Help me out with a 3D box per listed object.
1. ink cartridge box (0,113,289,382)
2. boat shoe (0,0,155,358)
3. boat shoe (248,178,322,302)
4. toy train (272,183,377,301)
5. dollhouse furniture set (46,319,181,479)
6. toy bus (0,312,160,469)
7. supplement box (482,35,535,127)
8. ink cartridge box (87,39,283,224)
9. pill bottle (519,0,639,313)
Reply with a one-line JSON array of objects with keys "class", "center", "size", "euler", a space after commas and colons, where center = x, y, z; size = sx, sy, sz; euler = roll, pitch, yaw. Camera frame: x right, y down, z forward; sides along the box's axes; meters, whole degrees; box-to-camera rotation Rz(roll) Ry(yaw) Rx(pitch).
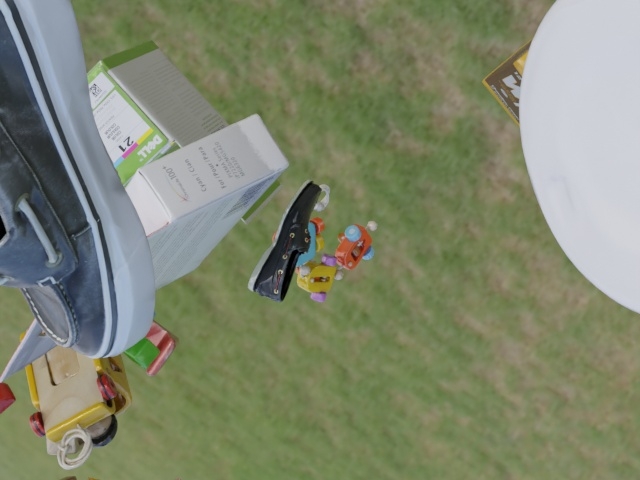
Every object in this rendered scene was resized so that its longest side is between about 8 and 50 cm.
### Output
[{"class": "ink cartridge box", "center": [-0.192, 0.011, 1.202], "size": [0.066, 0.261, 0.296], "euler": [57, 149, 6]}, {"class": "boat shoe", "center": [-0.193, -0.032, 0.745], "size": [0.121, 0.119, 0.335], "euler": [30, 147, 33]}, {"class": "boat shoe", "center": [-0.029, 0.001, 1.298], "size": [0.042, 0.133, 0.049], "euler": [24, 176, 14]}, {"class": "toy train", "center": [0.000, 0.000, 1.485], "size": [0.046, 0.125, 0.166], "euler": [24, 166, 35]}, {"class": "dollhouse furniture set", "center": [-0.280, 0.271, 1.726], "size": [0.201, 0.374, 0.152], "euler": [0, 180, 5]}, {"class": "toy bus", "center": [-0.264, 0.168, 1.400], "size": [0.191, 0.202, 0.104], "euler": [10, 152, 34]}, {"class": "supplement box", "center": [0.290, -0.181, 1.257], "size": [0.129, 0.191, 0.194], "euler": [50, 179, -3]}, {"class": "ink cartridge box", "center": [-0.182, -0.112, 1.533], "size": [0.255, 0.097, 0.189], "euler": [48, -160, -5]}, {"class": "pill bottle", "center": [0.250, -0.072, 0.592], "size": [0.160, 0.283, 0.160], "euler": [34, 132, 48]}]
